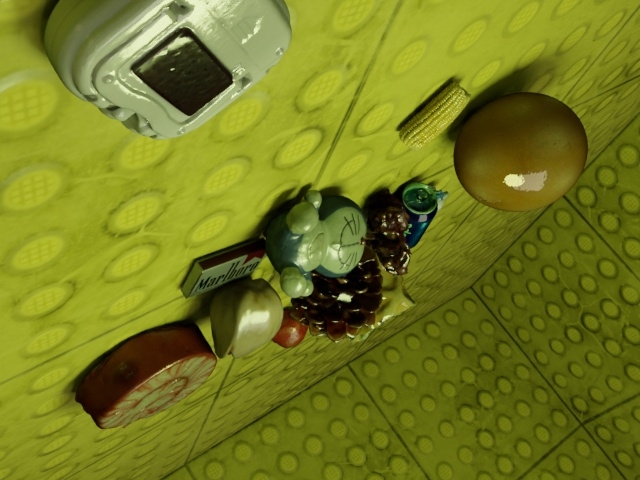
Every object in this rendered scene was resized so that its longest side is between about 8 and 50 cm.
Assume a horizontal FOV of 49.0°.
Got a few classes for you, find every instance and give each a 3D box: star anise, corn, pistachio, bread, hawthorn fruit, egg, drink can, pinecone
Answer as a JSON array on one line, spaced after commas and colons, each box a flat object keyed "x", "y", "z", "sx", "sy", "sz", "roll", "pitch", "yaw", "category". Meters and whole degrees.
[{"x": 0.164, "y": -0.011, "z": 1.755, "sx": 0.126, "sy": 0.190, "sz": 0.220, "roll": -14, "pitch": 113, "yaw": -12, "category": "star anise"}, {"x": 0.239, "y": -0.259, "z": 1.469, "sx": 0.165, "sy": 0.063, "sz": 0.085, "roll": -45, "pitch": 137, "yaw": 19, "category": "corn"}, {"x": -0.175, "y": 0.186, "z": 1.615, "sx": 0.288, "sy": 0.166, "sz": 0.197, "roll": 110, "pitch": -4, "yaw": -60, "category": "pistachio"}, {"x": -0.395, "y": 0.314, "z": 1.640, "sx": 0.295, "sy": 0.114, "sz": 0.328, "roll": -41, "pitch": 161, "yaw": 17, "category": "bread"}, {"x": -0.098, "y": 0.263, "z": 2.095, "sx": 0.128, "sy": 0.128, "sz": 0.128, "roll": -33, "pitch": 163, "yaw": -12, "category": "hawthorn fruit"}, {"x": 0.474, "y": -0.208, "z": 1.675, "sx": 0.351, "sy": 0.282, "sz": 0.282, "roll": -21, "pitch": 157, "yaw": -38, "category": "egg"}, {"x": 0.238, "y": -0.064, "z": 1.880, "sx": 0.118, "sy": 0.118, "sz": 0.205, "roll": -30, "pitch": 162, "yaw": -22, "category": "drink can"}, {"x": 0.111, "y": 0.128, "z": 1.936, "sx": 0.196, "sy": 0.252, "sz": 0.238, "roll": -23, "pitch": 164, "yaw": -49, "category": "bread"}, {"x": 0.034, "y": 0.099, "z": 1.705, "sx": 0.264, "sy": 0.264, "sz": 0.264, "roll": -33, "pitch": 163, "yaw": -12, "category": "pinecone"}]

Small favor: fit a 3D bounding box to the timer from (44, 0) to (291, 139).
[{"x": -0.151, "y": -0.217, "z": 0.771, "sx": 0.237, "sy": 0.087, "sz": 0.262, "roll": -38, "pitch": 162, "yaw": 6, "category": "timer"}]

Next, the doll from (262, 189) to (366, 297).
[{"x": 0.000, "y": 0.000, "z": 1.498, "sx": 0.258, "sy": 0.154, "sz": 0.228, "roll": -6, "pitch": 106, "yaw": -40, "category": "doll"}]

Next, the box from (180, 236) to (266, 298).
[{"x": -0.201, "y": 0.057, "z": 1.479, "sx": 0.177, "sy": 0.036, "sz": 0.115, "roll": -21, "pitch": 158, "yaw": -41, "category": "box"}]

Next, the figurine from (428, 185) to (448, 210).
[{"x": 0.295, "y": -0.113, "z": 1.961, "sx": 0.114, "sy": 0.079, "sz": 0.114, "roll": -16, "pitch": -166, "yaw": 4, "category": "figurine"}]
